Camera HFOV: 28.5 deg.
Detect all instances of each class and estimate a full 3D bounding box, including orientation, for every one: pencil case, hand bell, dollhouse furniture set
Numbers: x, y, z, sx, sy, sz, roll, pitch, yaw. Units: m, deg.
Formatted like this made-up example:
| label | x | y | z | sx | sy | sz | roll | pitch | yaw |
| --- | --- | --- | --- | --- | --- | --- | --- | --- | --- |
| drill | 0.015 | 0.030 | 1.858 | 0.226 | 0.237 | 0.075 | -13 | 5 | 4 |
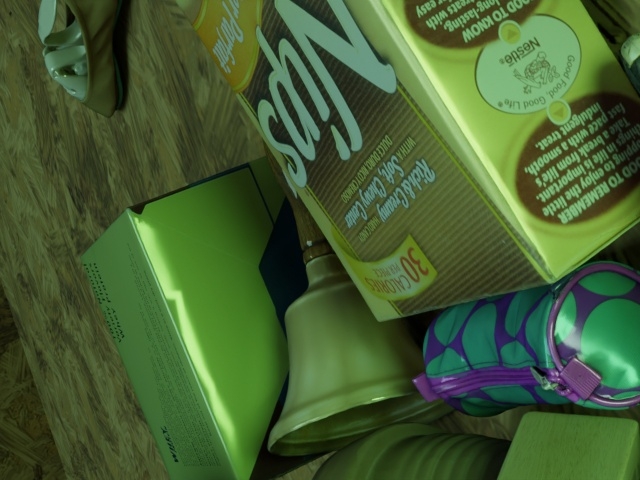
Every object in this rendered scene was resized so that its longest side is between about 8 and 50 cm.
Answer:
| label | x | y | z | sx | sy | sz | roll | pitch | yaw |
| --- | --- | --- | --- | --- | --- | --- | --- | --- | --- |
| pencil case | 0.102 | 0.050 | 0.598 | 0.064 | 0.070 | 0.152 | 55 | 160 | -2 |
| hand bell | 0.000 | 0.000 | 0.790 | 0.126 | 0.126 | 0.242 | 122 | 136 | -64 |
| dollhouse furniture set | 0.144 | 0.164 | 0.496 | 0.151 | 0.144 | 0.123 | 1 | 120 | 25 |

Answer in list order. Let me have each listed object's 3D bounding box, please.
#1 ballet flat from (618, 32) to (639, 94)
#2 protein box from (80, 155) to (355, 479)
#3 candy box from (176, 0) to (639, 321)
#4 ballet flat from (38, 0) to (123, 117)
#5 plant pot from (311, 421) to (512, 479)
| label | x | y | z | sx | sy | sz | roll | pitch | yaw |
| --- | --- | --- | --- | --- | --- | --- | --- | --- | --- |
| ballet flat | 0.165 | -0.026 | 0.429 | 0.057 | 0.049 | 0.173 | 25 | -161 | -46 |
| protein box | -0.061 | 0.063 | 0.912 | 0.200 | 0.136 | 0.201 | 67 | 158 | 2 |
| candy box | 0.007 | -0.122 | 0.569 | 0.316 | 0.087 | 0.183 | 58 | 160 | -3 |
| ballet flat | -0.224 | -0.187 | 1.160 | 0.080 | 0.073 | 0.232 | 60 | 157 | 23 |
| plant pot | 0.104 | 0.183 | 0.595 | 0.110 | 0.237 | 0.237 | -32 | 77 | 28 |
